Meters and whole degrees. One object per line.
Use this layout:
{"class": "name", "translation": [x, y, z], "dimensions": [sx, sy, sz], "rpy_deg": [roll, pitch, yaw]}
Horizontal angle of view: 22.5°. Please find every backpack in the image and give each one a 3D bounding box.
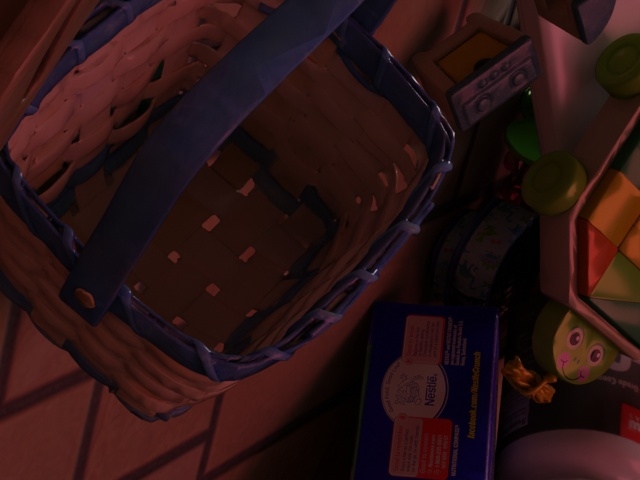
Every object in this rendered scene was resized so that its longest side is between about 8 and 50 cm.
{"class": "backpack", "translation": [0.151, 0.018, 1.475], "dimensions": [0.105, 0.084, 0.114], "rpy_deg": [-45, 155, -40]}

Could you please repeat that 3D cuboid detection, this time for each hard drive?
{"class": "hard drive", "translation": [0.266, -0.165, 1.393], "dimensions": [0.203, 0.040, 0.307], "rpy_deg": [-26, 118, -25]}

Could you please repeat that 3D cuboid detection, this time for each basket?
{"class": "basket", "translation": [-0.044, -0.049, 0.809], "dimensions": [0.255, 0.201, 0.289], "rpy_deg": [-46, -178, -39]}

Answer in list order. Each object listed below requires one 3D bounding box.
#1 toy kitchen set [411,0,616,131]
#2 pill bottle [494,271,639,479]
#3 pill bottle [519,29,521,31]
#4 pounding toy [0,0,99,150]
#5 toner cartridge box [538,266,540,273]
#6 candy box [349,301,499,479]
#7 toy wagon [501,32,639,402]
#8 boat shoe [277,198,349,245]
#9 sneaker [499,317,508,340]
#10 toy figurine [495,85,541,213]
{"class": "toy kitchen set", "translation": [0.141, -0.200, 1.185], "dimensions": [0.166, 0.122, 0.207], "rpy_deg": [-36, 132, -11]}
{"class": "pill bottle", "translation": [0.247, 0.175, 1.501], "dimensions": [0.161, 0.161, 0.283], "rpy_deg": [84, 13, -50]}
{"class": "pill bottle", "translation": [0.219, -0.180, 1.451], "dimensions": [0.116, 0.065, 0.065], "rpy_deg": [8, 105, -66]}
{"class": "pounding toy", "translation": [-0.136, -0.180, 0.695], "dimensions": [0.269, 0.155, 0.154], "rpy_deg": [-56, -175, 2]}
{"class": "toner cartridge box", "translation": [0.290, 0.016, 1.693], "dimensions": [0.165, 0.075, 0.347], "rpy_deg": [-87, -170, -65]}
{"class": "candy box", "translation": [0.089, 0.254, 1.418], "dimensions": [0.317, 0.122, 0.268], "rpy_deg": [86, 10, -47]}
{"class": "toy wagon", "translation": [0.283, -0.001, 1.389], "dimensions": [0.267, 0.068, 0.344], "rpy_deg": [38, 82, -36]}
{"class": "boat shoe", "translation": [-0.001, 0.002, 1.202], "dimensions": [0.153, 0.048, 0.056], "rpy_deg": [53, 52, -71]}
{"class": "sneaker", "translation": [0.165, 0.098, 1.624], "dimensions": [0.134, 0.051, 0.070], "rpy_deg": [-66, 152, -10]}
{"class": "toy figurine", "translation": [0.216, -0.048, 1.531], "dimensions": [0.173, 0.130, 0.159], "rpy_deg": [-29, 148, -42]}
